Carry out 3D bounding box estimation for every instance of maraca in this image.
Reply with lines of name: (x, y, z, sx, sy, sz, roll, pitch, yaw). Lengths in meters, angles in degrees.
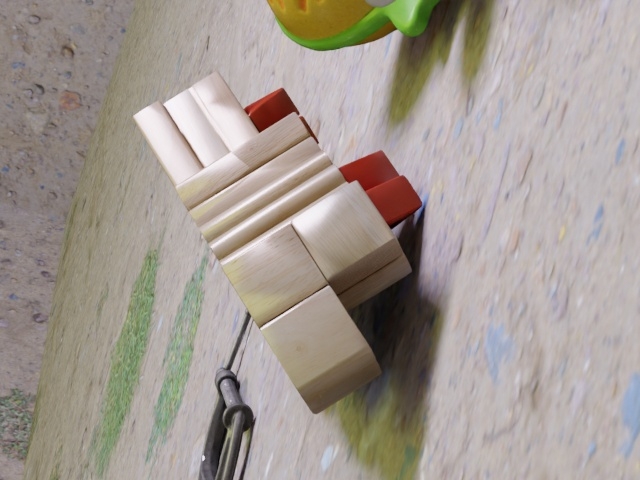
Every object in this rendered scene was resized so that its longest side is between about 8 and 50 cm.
maraca: (0.030, -0.172, 1.173, 0.186, 0.099, 0.127, 10, 82, 54)

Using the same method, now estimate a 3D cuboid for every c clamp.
c clamp: (-0.071, 0.133, 1.442, 0.160, 0.022, 0.137, -112, 39, -73)

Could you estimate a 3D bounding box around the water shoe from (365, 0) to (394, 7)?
water shoe: (0.060, -0.219, 1.087, 0.073, 0.080, 0.203, 62, -148, -55)

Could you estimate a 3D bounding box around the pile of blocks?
pile of blocks: (0.000, 0.000, 1.129, 0.113, 0.149, 0.362, -32, 25, -2)
